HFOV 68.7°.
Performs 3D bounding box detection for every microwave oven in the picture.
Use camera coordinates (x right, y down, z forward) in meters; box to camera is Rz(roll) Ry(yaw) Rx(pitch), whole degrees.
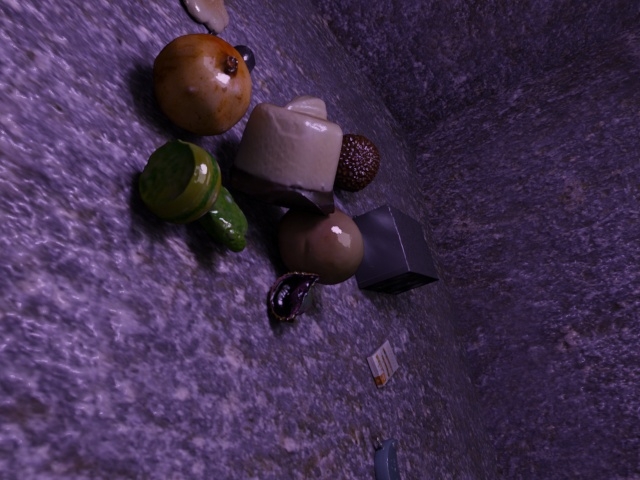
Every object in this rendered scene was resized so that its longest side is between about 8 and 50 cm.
[{"bbox_3d":[0.321,0.049,2.118,0.432,0.236,0.374,17,53,-60],"label":"microwave oven"}]

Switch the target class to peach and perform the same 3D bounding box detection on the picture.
[{"bbox_3d":[-0.001,0.000,1.486,0.292,0.247,0.292,45,21,-23],"label":"peach"}]

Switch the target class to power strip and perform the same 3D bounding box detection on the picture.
[{"bbox_3d":[0.237,0.771,1.546,0.167,0.054,0.253,8,63,-63],"label":"power strip"}]

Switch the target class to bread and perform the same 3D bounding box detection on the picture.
[{"bbox_3d":[-0.422,-0.867,1.625,0.316,0.054,0.316,46,30,-37],"label":"bread"}]

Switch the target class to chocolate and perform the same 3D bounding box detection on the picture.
[{"bbox_3d":[-0.086,-0.272,1.372,0.314,0.297,0.326,11,27,-16],"label":"chocolate"}]

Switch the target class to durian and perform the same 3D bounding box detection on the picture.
[{"bbox_3d":[-0.089,0.174,1.377,0.187,0.119,0.108,-58,164,-32],"label":"durian"}]

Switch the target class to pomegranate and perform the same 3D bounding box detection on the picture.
[{"bbox_3d":[-0.304,-0.404,1.224,0.264,0.264,0.264,45,33,-39],"label":"pomegranate"}]

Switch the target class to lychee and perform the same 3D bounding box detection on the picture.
[{"bbox_3d":[0.140,-0.339,2.089,0.267,0.267,0.267,45,33,-39],"label":"lychee"}]

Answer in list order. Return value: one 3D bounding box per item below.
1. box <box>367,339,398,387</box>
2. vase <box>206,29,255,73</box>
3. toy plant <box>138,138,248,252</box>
[{"bbox_3d":[0.248,0.481,1.841,0.220,0.032,0.122,-12,80,-66],"label":"box"},{"bbox_3d":[-0.312,-0.634,1.589,0.183,0.120,0.120,35,37,-24],"label":"vase"},{"bbox_3d":[-0.271,-0.089,1.139,0.224,0.184,0.316,59,8,28],"label":"toy plant"}]
